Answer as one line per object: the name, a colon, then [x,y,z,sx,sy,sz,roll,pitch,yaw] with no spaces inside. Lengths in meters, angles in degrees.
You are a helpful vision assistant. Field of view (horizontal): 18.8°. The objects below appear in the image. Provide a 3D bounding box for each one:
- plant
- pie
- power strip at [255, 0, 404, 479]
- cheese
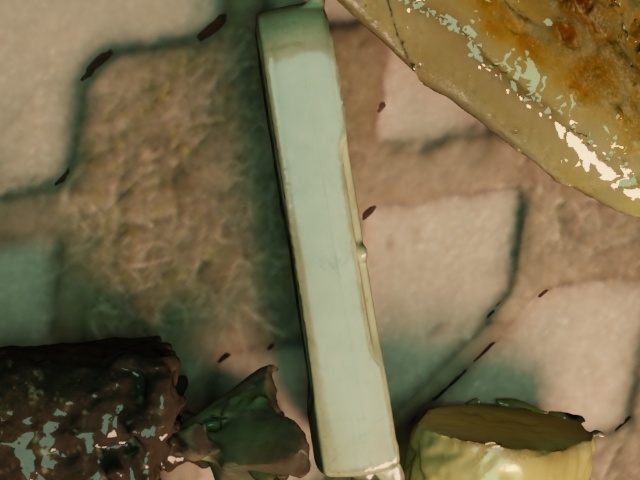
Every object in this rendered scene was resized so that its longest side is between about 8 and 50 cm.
plant: [-0.103,0.120,1.073,0.203,0.142,0.131,-3,91,2]
pie: [0.111,-0.125,1.081,0.282,0.068,0.128,36,72,-13]
power strip: [0.003,-0.001,1.088,0.048,0.080,0.286,-8,100,-4]
cheese: [0.094,0.183,1.122,0.123,0.094,0.167,-2,104,-44]
